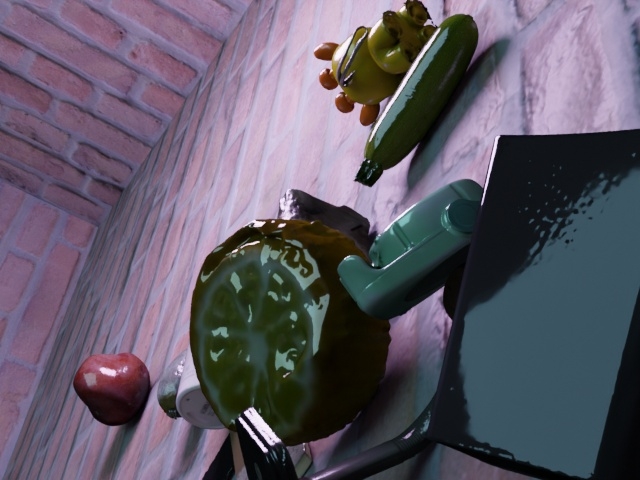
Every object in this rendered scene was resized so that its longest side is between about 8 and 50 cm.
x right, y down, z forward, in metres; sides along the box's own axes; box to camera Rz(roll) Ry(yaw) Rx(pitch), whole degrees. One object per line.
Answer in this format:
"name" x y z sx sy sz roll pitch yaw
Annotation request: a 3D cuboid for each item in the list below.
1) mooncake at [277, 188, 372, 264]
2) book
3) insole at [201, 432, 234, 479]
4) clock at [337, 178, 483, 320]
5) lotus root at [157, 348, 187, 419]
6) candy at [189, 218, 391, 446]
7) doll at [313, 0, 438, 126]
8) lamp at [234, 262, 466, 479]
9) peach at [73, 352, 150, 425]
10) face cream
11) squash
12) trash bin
"mooncake" 0.000 0.000 1.138 0.073 0.130 0.125 -54 18 30
"book" -0.067 0.254 1.122 0.138 0.016 0.198 -55 24 17
"insole" -0.103 0.263 1.236 0.348 0.009 0.119 -59 18 9
"clock" 0.111 0.001 0.849 0.189 0.060 0.148 -36 -16 4
"lotus root" -0.212 0.221 1.466 0.088 0.088 0.165 -40 19 47
"candy" -0.042 0.101 0.999 0.260 0.118 0.259 -6 81 42
"doll" 0.076 -0.254 1.303 0.135 0.143 0.221 -41 10 -38
"lamp" 0.074 0.161 0.747 0.283 0.124 0.203 -32 21 -10
"peach" -0.414 0.298 1.794 0.152 0.152 0.152 -51 23 30
"face cream" -0.146 0.127 1.380 0.102 0.102 0.345 -49 21 34
"squash" 0.124 -0.177 1.154 0.252 0.066 0.066 -56 20 15
"trash bin" 0.180 0.049 0.608 0.165 0.115 0.225 3 70 48
